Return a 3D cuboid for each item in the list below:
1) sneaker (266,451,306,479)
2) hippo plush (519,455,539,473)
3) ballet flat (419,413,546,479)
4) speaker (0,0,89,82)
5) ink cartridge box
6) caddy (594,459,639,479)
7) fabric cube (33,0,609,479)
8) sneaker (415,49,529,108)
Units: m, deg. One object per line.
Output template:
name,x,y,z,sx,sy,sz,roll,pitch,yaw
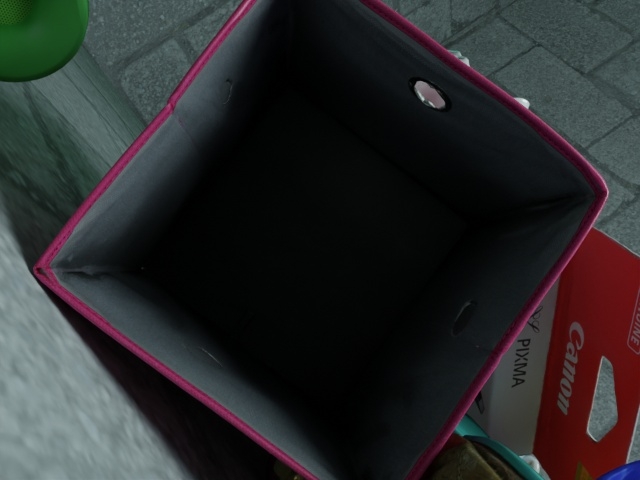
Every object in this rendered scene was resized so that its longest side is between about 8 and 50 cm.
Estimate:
sneaker,-0.034,0.191,0.548,0.084,0.069,0.185,29,-8,16
hippo plush,0.179,0.328,0.793,0.294,0.237,0.234,53,18,-42
ballet flat,0.097,0.200,0.428,0.116,0.124,0.342,45,-2,12
speaker,-0.293,-0.250,0.500,0.296,0.131,0.131,51,-7,40
ink cartridge box,0.204,0.104,0.568,0.261,0.066,0.296,-106,-168,-65
caddy,0.224,0.152,0.154,0.341,0.242,0.179,42,34,-70
fabric cube,0.000,0.000,0.458,0.254,0.259,0.258,37,-5,-1
sneaker,0.086,-0.145,0.522,0.212,0.094,0.080,36,-6,13
